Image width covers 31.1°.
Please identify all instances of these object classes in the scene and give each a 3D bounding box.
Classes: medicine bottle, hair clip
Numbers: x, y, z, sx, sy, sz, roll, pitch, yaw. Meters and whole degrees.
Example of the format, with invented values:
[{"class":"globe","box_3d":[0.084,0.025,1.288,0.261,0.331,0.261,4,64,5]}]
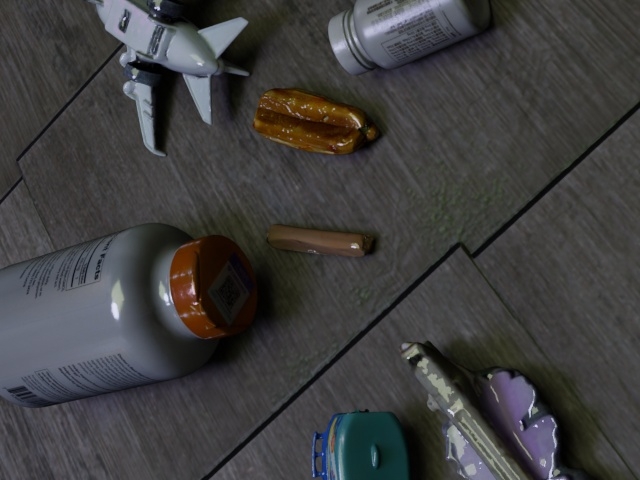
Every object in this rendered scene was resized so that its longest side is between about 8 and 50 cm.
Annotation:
[{"class":"medicine bottle","box_3d":[0.081,-0.208,1.076,0.140,0.079,0.079,-20,67,31]},{"class":"medicine bottle","box_3d":[-0.205,0.073,1.158,0.289,0.157,0.157,-15,69,32]},{"class":"hair clip","box_3d":[0.160,0.185,0.921,0.106,0.084,0.292,-42,62,14]}]

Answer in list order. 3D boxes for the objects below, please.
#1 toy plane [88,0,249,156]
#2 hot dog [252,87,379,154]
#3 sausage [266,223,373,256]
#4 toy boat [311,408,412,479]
[{"class":"toy plane","box_3d":[-0.182,-0.231,1.258,0.255,0.101,0.251,35,110,37]},{"class":"hot dog","box_3d":[-0.005,-0.117,1.141,0.144,0.038,0.062,17,85,35]},{"class":"sausage","box_3d":[0.000,0.000,1.114,0.116,0.026,0.026,6,81,36]},{"class":"toy boat","box_3d":[0.032,0.238,1.005,0.110,0.091,0.175,145,123,-64]}]
